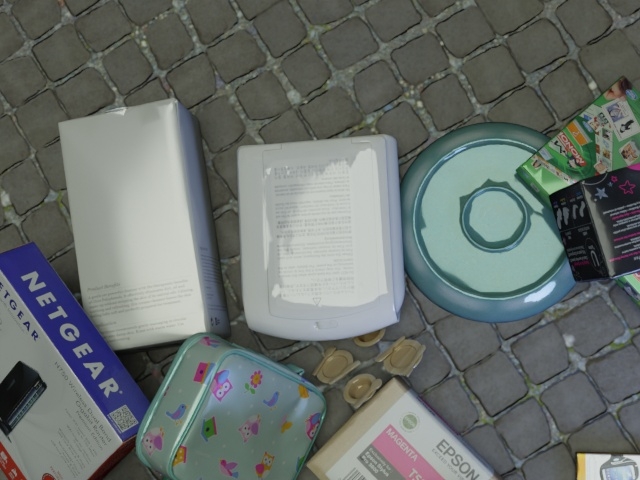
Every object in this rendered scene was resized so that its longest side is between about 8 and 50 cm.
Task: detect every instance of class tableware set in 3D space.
[{"bbox_3d":[0.070,0.181,1.569,0.141,0.020,0.169,-43,37,-12],"label":"tableware set"}]

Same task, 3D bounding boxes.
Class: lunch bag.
[{"bbox_3d":[-0.121,0.263,1.510,0.108,0.279,0.224,14,75,40],"label":"lunch bag"}]

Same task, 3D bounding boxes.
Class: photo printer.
[{"bbox_3d":[0.000,0.000,1.597,0.256,0.107,0.307,-5,83,10],"label":"photo printer"}]

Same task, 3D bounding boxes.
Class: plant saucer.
[{"bbox_3d":[0.269,-0.032,1.602,0.318,0.044,0.317,-1,84,7],"label":"plant saucer"}]

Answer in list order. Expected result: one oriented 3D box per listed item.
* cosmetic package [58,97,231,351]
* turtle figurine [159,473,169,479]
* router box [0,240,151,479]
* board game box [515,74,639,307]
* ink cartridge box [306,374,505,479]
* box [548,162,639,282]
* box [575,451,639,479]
[{"bbox_3d":[-0.270,-0.016,1.613,0.197,0.155,0.365,-9,82,7],"label":"cosmetic package"},{"bbox_3d":[-0.225,0.415,1.531,0.234,0.118,0.175,-3,72,-8],"label":"turtle figurine"},{"bbox_3d":[-0.428,0.220,1.564,0.335,0.082,0.301,52,129,10],"label":"router box"},{"bbox_3d":[0.477,-0.059,1.548,0.213,0.046,0.317,-41,86,-5],"label":"board game box"},{"bbox_3d":[0.128,0.349,1.556,0.235,0.088,0.193,44,92,10],"label":"ink cartridge box"},{"bbox_3d":[0.471,-0.039,1.441,0.247,0.163,0.142,-15,86,-4],"label":"box"},{"bbox_3d":[0.450,0.357,1.544,0.136,0.028,0.081,1,84,5],"label":"box"}]
